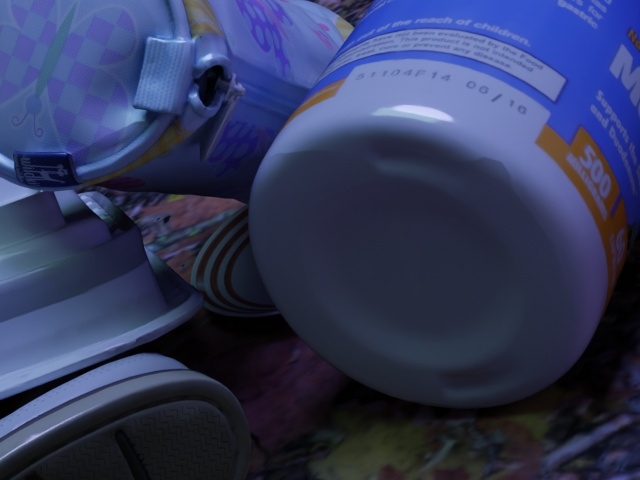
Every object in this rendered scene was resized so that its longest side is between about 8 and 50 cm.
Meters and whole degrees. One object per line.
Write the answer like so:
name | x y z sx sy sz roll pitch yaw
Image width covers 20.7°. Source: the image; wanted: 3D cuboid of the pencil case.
pencil case | -0.058 -0.074 0.801 0.124 0.114 0.273 0 -1 18

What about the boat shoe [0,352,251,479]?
boat shoe | -0.165 0.142 0.679 0.302 0.113 0.103 -38 34 -22

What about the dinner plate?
dinner plate | 0.000 0.000 0.896 0.141 0.017 0.141 -21 27 12

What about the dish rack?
dish rack | -0.215 0.033 0.834 0.285 0.072 0.333 -20 8 -9

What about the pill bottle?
pill bottle | 0.086 -0.065 0.786 0.152 0.152 0.272 -8 32 32
